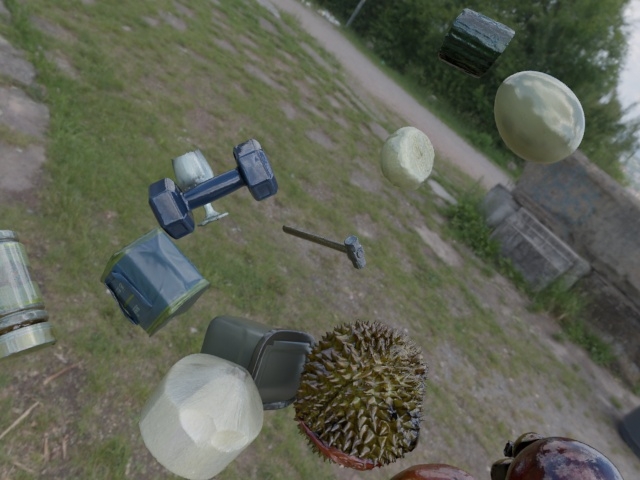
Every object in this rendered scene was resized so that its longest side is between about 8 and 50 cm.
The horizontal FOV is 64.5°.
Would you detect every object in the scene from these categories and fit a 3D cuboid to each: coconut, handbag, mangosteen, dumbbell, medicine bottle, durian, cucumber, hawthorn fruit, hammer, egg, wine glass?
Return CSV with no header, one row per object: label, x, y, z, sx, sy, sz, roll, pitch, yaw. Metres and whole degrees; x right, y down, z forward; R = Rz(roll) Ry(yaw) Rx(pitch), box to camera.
coconut,-0.246,0.362,1.091,0.237,0.266,0.237,40,18,-16
handbag,-0.498,0.127,1.518,0.241,0.263,0.222,48,43,2
mangosteen,0.431,0.464,0.953,0.215,0.215,0.257,23,-2,-25
dumbbell,-0.277,-0.133,1.316,0.160,0.324,0.144,-119,-176,-55
medicine bottle,-0.823,0.144,1.333,0.151,0.151,0.323,-13,77,-56
durian,0.099,0.362,1.197,0.347,0.384,0.348,32,34,-25
cucumber,0.304,-0.384,1.016,0.115,0.116,0.062,31,53,6
hawthorn fruit,0.270,0.608,1.148,0.224,0.260,0.224,59,14,-24
hammer,0.000,0.000,1.702,0.365,0.111,0.043,19,55,43
egg,0.530,-0.301,1.238,0.242,0.186,0.186,58,29,0
wine glass,-0.404,-0.175,1.695,0.126,0.126,0.241,-37,109,-62

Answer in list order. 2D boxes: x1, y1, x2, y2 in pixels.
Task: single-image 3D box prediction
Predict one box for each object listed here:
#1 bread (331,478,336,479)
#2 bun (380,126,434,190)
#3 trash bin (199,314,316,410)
bread,0.031,0.734,1.456,0.053,0.085,0.085,38,26,17
bun,0.224,-0.213,1.333,0.188,0.111,0.164,-49,118,-43
trash bin,-0.182,0.315,1.369,0.250,0.220,0.219,13,-6,41
